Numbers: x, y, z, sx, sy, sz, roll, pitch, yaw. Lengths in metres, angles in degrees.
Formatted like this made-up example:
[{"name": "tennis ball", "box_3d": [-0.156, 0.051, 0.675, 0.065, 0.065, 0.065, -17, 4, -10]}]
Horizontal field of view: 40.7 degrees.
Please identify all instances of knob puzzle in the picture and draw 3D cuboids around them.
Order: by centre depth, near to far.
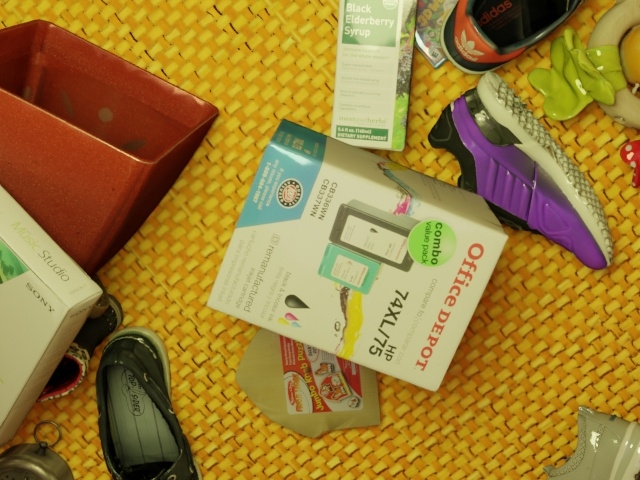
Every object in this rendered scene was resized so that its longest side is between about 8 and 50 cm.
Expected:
[{"name": "knob puzzle", "box_3d": [-0.020, 0.177, 1.189, 0.213, 0.030, 0.213, 1, 100, 4]}]

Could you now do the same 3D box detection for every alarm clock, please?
[{"name": "alarm clock", "box_3d": [-0.417, 0.344, 1.234, 0.129, 0.064, 0.192, 22, 97, 1]}]

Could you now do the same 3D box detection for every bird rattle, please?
[{"name": "bird rattle", "box_3d": [0.399, -0.194, 1.050, 0.254, 0.143, 0.206, 30, 84, -4]}]

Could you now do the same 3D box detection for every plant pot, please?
[{"name": "plant pot", "box_3d": [-0.320, -0.091, 1.062, 0.267, 0.267, 0.235, 27, 113, 0]}]

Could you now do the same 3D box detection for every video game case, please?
[{"name": "video game case", "box_3d": [0.138, -0.321, 1.100, 0.119, 0.015, 0.166, -41, 94, 10]}]

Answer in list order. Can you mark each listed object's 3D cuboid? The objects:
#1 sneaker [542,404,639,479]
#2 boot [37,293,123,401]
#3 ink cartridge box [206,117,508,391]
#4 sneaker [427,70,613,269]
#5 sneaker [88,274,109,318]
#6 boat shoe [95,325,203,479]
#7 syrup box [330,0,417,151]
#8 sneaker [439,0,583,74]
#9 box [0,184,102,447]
[{"name": "sneaker", "box_3d": [0.351, 0.352, 1.173, 0.115, 0.105, 0.281, 29, 104, 30]}, {"name": "boot", "box_3d": [-0.390, 0.147, 1.133, 0.237, 0.178, 0.085, -14, 110, 5]}, {"name": "ink cartridge box", "box_3d": [0.040, 0.009, 0.990, 0.270, 0.197, 0.198, 21, 104, -4]}, {"name": "sneaker", "box_3d": [0.248, -0.063, 1.100, 0.146, 0.102, 0.293, -35, 102, 26]}, {"name": "sneaker", "box_3d": [-0.358, 0.055, 1.152, 0.192, 0.064, 0.086, 46, 104, 27]}, {"name": "boat shoe", "box_3d": [-0.240, 0.294, 1.183, 0.127, 0.113, 0.339, -4, 99, 5]}, {"name": "syrup box", "box_3d": [0.069, -0.237, 1.068, 0.093, 0.096, 0.236, 6, 106, 6]}, {"name": "sneaker", "box_3d": [0.292, -0.333, 1.010, 0.131, 0.148, 0.350, 42, 94, -4]}, {"name": "box", "box_3d": [-0.399, 0.081, 0.987, 0.232, 0.058, 0.322, 44, 125, 8]}]
